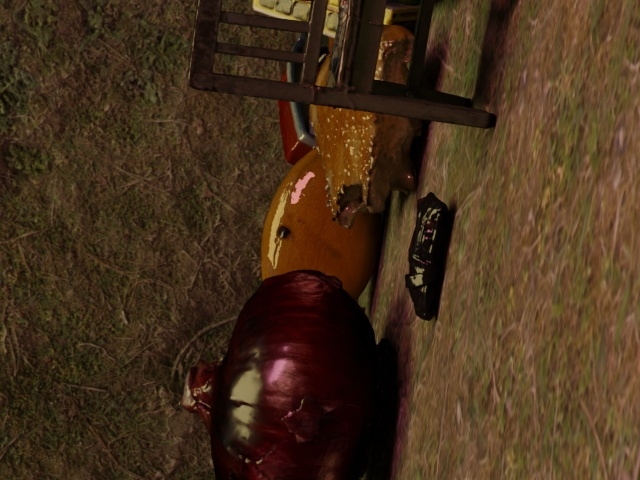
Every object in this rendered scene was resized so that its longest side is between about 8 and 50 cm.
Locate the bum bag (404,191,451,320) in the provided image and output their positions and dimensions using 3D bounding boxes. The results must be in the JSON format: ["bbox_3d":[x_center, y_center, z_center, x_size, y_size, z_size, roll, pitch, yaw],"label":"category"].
[{"bbox_3d":[0.102,0.014,1.407,0.058,0.034,0.124,-142,59,-68],"label":"bum bag"}]

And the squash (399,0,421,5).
[{"bbox_3d":[0.110,-0.296,1.591,0.258,0.069,0.069,-132,50,-83],"label":"squash"}]

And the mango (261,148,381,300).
[{"bbox_3d":[0.008,-0.019,1.858,0.109,0.157,0.262,-159,90,-77],"label":"mango"}]

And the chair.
[{"bbox_3d":[0.023,-0.187,1.283,0.147,0.270,0.136,-109,26,-76],"label":"chair"}]

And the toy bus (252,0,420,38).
[{"bbox_3d":[0.017,-0.291,1.786,0.081,0.226,0.074,-14,-59,-51],"label":"toy bus"}]

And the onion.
[{"bbox_3d":[-0.040,0.179,1.619,0.314,0.232,0.314,-171,90,-86],"label":"onion"}]

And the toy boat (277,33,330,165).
[{"bbox_3d":[0.022,-0.224,2.092,0.133,0.145,0.332,-52,23,30],"label":"toy boat"}]

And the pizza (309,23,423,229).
[{"bbox_3d":[0.060,-0.133,1.685,0.323,0.089,0.223,154,111,-73],"label":"pizza"}]

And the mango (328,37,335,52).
[{"bbox_3d":[0.064,-0.254,1.884,0.159,0.105,0.084,86,158,-44],"label":"mango"}]
